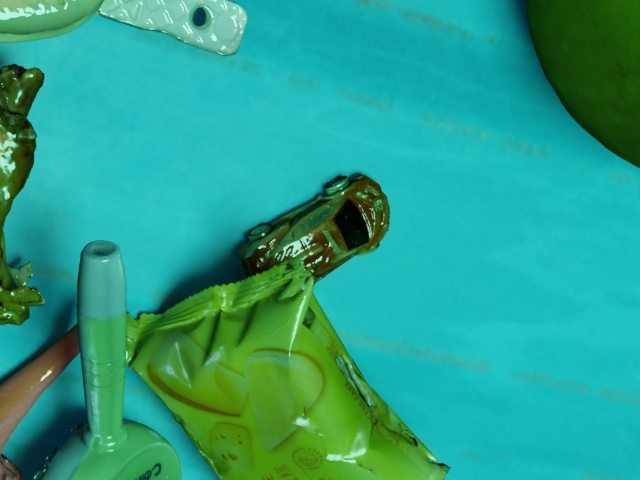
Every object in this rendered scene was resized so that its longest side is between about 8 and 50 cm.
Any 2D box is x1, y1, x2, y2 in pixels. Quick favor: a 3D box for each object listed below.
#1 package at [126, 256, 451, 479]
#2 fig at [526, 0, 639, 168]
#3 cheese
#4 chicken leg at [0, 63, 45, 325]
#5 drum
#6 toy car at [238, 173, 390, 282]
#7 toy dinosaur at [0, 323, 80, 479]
[{"bbox_3d":[-0.029,0.116,1.101,0.168,0.090,0.226,-22,114,27],"label":"package"},{"bbox_3d":[0.306,-0.169,1.081,0.316,0.316,0.316,-6,104,-24],"label":"fig"},{"bbox_3d":[-0.160,-0.168,1.012,0.251,0.054,0.127,17,94,-28],"label":"cheese"},{"bbox_3d":[-0.212,-0.011,1.005,0.101,0.085,0.207,21,95,-26],"label":"chicken leg"},{"bbox_3d":[-0.151,0.128,1.026,0.130,0.049,0.253,-49,147,-35],"label":"drum"},{"bbox_3d":[0.000,0.000,1.134,0.122,0.035,0.059,-31,109,-14],"label":"toy car"},{"bbox_3d":[-0.263,0.135,1.042,0.139,0.070,0.286,30,86,-5],"label":"toy dinosaur"}]
